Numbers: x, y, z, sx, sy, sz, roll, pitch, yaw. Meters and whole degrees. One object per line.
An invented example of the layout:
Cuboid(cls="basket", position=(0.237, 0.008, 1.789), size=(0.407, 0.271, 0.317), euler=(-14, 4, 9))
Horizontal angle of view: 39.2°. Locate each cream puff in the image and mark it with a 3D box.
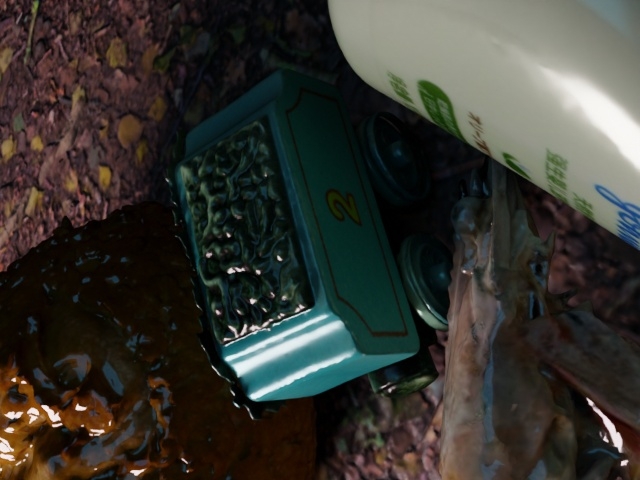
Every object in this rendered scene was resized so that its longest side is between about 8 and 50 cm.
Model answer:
Cuboid(cls="cream puff", position=(-0.144, 0.124, 0.629), size=(0.303, 0.212, 0.303), euler=(-1, 88, 34))

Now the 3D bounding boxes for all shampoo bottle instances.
Cuboid(cls="shampoo bottle", position=(0.180, -0.059, 0.395), size=(0.349, 0.222, 0.151), euler=(35, 90, 22))

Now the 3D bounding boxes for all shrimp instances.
Cuboid(cls="shrimp", position=(0.141, 0.094, 0.489), size=(0.164, 0.062, 0.317), euler=(-9, 84, 16))

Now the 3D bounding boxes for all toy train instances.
Cuboid(cls="toy train", position=(0.000, 0.000, 0.554), size=(0.112, 0.163, 0.203), euler=(-30, 68, 31))
